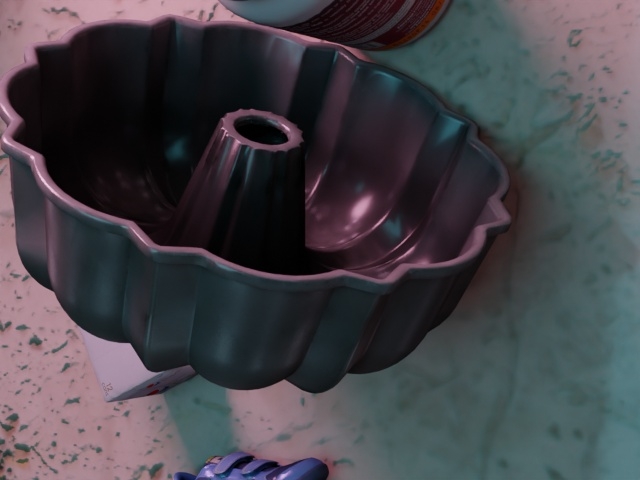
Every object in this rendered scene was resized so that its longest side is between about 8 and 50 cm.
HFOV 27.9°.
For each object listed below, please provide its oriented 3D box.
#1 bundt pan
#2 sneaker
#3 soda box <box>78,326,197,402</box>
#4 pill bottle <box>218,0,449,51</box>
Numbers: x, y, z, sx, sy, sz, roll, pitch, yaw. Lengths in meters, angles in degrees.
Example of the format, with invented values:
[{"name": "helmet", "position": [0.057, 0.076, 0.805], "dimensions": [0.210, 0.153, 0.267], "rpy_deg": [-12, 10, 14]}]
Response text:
[{"name": "bundt pan", "position": [-0.051, -0.021, 0.838], "dimensions": [0.331, 0.331, 0.124], "rpy_deg": [34, 126, 26]}, {"name": "sneaker", "position": [-0.060, 0.187, 0.983], "dimensions": [0.144, 0.053, 0.059], "rpy_deg": [-26, 75, 27]}, {"name": "soda box", "position": [-0.162, 0.015, 1.029], "dimensions": [0.069, 0.074, 0.216], "rpy_deg": [-29, 76, 27]}, {"name": "pill bottle", "position": [-0.006, -0.197, 0.851], "dimensions": [0.121, 0.221, 0.121], "rpy_deg": [0, 91, 30]}]
